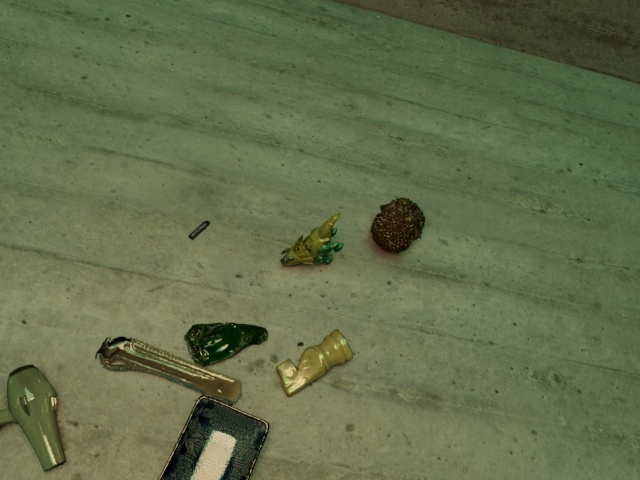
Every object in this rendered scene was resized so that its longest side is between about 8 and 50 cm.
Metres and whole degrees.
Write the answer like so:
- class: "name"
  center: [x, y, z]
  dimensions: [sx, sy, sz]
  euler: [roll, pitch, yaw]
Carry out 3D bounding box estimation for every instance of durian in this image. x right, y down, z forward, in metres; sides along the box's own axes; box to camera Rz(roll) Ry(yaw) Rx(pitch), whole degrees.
- class: "durian"
  center: [0.252, -0.054, 1.453]
  dimensions: [0.167, 0.196, 0.196]
  euler: [30, 56, 0]

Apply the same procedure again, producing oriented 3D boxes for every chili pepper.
- class: "chili pepper"
  center: [-0.241, 0.260, 1.212]
  dimensions: [0.216, 0.062, 0.108]
  euler: [-3, 92, -19]

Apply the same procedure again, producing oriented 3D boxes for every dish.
- class: "dish"
  center: [-0.242, 0.499, 1.045]
  dimensions: [0.182, 0.080, 0.243]
  euler: [22, 57, 1]

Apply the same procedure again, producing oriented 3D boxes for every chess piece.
- class: "chess piece"
  center: [-0.018, 0.322, 1.221]
  dimensions: [0.200, 0.090, 0.090]
  euler: [-29, 68, -16]

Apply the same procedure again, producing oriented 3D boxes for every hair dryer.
- class: "hair dryer"
  center: [-0.671, 0.434, 1.001]
  dimensions: [0.229, 0.092, 0.267]
  euler: [44, 72, 8]

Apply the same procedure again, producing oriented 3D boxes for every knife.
- class: "knife"
  center: [-0.367, 0.323, 1.154]
  dimensions: [0.365, 0.043, 0.089]
  euler: [20, 91, -3]

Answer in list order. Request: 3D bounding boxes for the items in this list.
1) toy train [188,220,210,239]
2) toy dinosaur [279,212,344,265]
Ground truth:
- class: "toy train"
  center: [-0.361, -0.035, 1.395]
  dimensions: [0.017, 0.017, 0.083]
  euler: [35, 56, 8]
- class: "toy dinosaur"
  center: [0.000, 0.000, 1.342]
  dimensions: [0.153, 0.259, 0.094]
  euler: [0, 56, -46]
